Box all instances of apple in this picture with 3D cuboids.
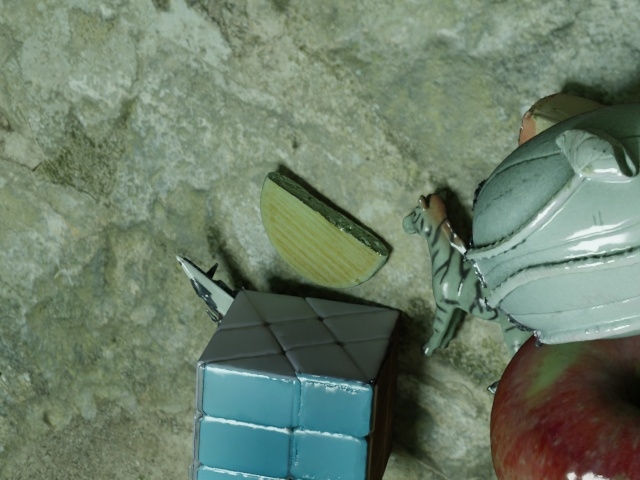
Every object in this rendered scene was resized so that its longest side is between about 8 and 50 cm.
[{"bbox_3d":[0.352,0.228,1.608,0.345,0.345,0.269,22,143,26],"label":"apple"}]

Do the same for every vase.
[{"bbox_3d":[0.362,-0.043,1.414,0.445,0.250,0.250,-20,96,47],"label":"vase"}]

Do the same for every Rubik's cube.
[{"bbox_3d":[-0.028,0.212,1.879,0.231,0.221,0.225,7,114,10],"label":"Rubik's cube"}]

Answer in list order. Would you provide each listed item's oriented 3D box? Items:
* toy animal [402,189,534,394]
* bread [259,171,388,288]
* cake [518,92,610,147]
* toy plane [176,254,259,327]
[{"bbox_3d":[0.176,0.076,1.807,0.255,0.090,0.170,40,123,12],"label":"toy animal"},{"bbox_3d":[-0.004,0.001,1.933,0.193,0.036,0.112,35,129,15],"label":"bread"},{"bbox_3d":[0.285,-0.067,1.702,0.109,0.090,0.225,23,139,23],"label":"cake"},{"bbox_3d":[-0.109,0.097,2.013,0.160,0.082,0.234,-18,109,47],"label":"toy plane"}]
